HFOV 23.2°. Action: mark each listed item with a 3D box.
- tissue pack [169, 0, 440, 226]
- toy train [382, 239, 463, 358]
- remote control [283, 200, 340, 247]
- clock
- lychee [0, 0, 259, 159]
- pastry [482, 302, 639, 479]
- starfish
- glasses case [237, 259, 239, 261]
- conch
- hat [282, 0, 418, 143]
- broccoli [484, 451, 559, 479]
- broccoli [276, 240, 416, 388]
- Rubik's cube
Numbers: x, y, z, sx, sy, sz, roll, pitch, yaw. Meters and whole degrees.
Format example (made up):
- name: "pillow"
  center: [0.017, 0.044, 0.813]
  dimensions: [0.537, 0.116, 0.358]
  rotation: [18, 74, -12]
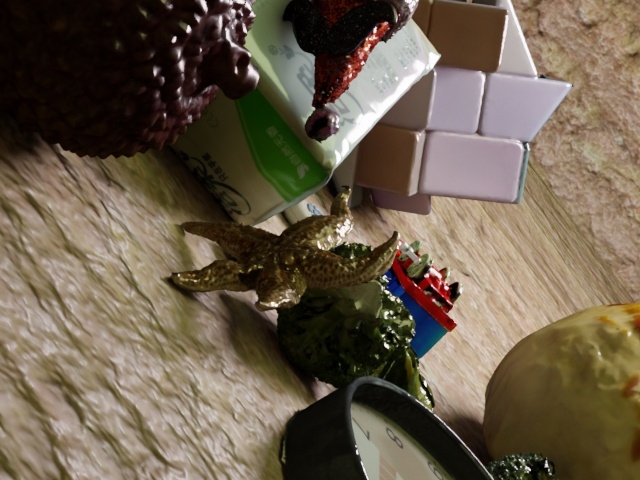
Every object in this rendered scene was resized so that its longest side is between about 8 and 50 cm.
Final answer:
- name: "tissue pack"
  center: [-0.099, -0.263, 1.797]
  dimensions: [0.405, 0.205, 0.332]
  rotation: [51, 42, -9]
- name: "toy train"
  center: [0.103, 0.073, 1.914]
  dimensions: [0.083, 0.131, 0.204]
  rotation: [42, 6, -12]
- name: "remote control"
  center: [0.000, 0.000, 1.935]
  dimensions: [0.074, 0.032, 0.122]
  rotation: [23, 32, -59]
- name: "clock"
  center: [0.115, 0.301, 1.518]
  dimensions: [0.386, 0.076, 0.386]
  rotation: [46, 17, -18]
- name: "lychee"
  center: [-0.202, -0.226, 1.431]
  dimensions: [0.330, 0.306, 0.306]
  rotation: [27, 17, 1]
- name: "pastry"
  center: [0.393, 0.250, 1.942]
  dimensions: [0.388, 0.313, 0.388]
  rotation: [49, 11, -13]
- name: "starfish"
  center: [-0.044, 0.012, 1.564]
  dimensions: [0.277, 0.236, 0.062]
  rotation: [-57, 151, -55]
- name: "glasses case"
  center: [-0.044, 0.029, 1.733]
  dimensions: [0.164, 0.041, 0.063]
  rotation: [22, 35, -61]
- name: "conch"
  center: [0.087, 0.169, 1.734]
  dimensions: [0.089, 0.074, 0.121]
  rotation: [-50, 141, -58]
- name: "hat"
  center: [0.017, -0.210, 1.664]
  dimensions: [0.140, 0.227, 0.129]
  rotation: [15, -21, 11]
- name: "broccoli"
  center: [0.237, 0.338, 1.766]
  dimensions: [0.204, 0.118, 0.122]
  rotation: [65, -17, -10]
- name: "broccoli"
  center: [0.018, 0.075, 1.641]
  dimensions: [0.162, 0.146, 0.138]
  rotation: [49, -28, 5]
- name: "Rubik's cube"
  center: [0.136, -0.217, 2.267]
  dimensions: [0.368, 0.358, 0.387]
  rotation: [6, 7, -21]
